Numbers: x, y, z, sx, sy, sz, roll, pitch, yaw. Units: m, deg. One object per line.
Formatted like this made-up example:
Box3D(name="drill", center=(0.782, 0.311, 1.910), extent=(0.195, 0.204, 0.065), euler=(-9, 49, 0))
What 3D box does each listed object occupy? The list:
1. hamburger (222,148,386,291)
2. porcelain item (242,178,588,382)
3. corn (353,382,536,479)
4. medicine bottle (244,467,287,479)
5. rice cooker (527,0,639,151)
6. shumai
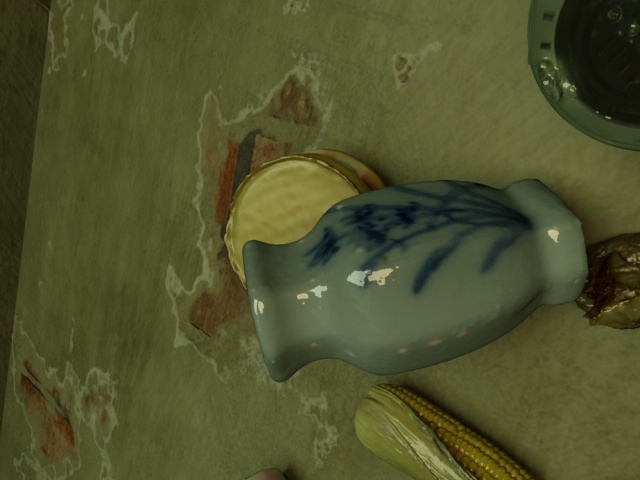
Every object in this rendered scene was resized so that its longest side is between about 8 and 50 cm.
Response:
Box3D(name="hamburger", center=(0.000, 0.000, 1.047), extent=(0.261, 0.186, 0.302), euler=(-11, 94, 26))
Box3D(name="porcelain item", center=(0.112, 0.041, 0.807), extent=(0.242, 0.406, 0.178), euler=(-108, 4, -59))
Box3D(name="corn", center=(0.182, 0.329, 0.938), extent=(0.305, 0.122, 0.123), euler=(29, 111, 36))
Box3D(name="medicine bottle", center=(-0.068, 0.569, 1.152), extent=(0.254, 0.152, 0.152), euler=(48, 121, 32))
Box3D(name="rice cooker", center=(0.368, -0.246, 0.648), extent=(0.317, 0.317, 0.264), euler=(23, 136, 40))
Box3D(name="shumai", center=(0.384, 0.050, 0.775), extent=(0.139, 0.105, 0.123), euler=(-5, 84, 17))
